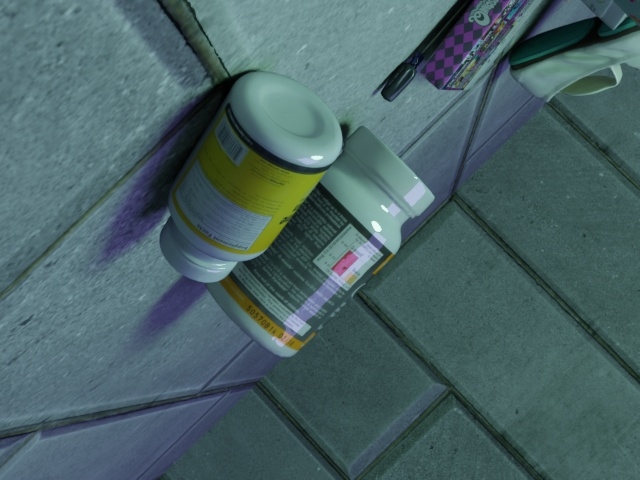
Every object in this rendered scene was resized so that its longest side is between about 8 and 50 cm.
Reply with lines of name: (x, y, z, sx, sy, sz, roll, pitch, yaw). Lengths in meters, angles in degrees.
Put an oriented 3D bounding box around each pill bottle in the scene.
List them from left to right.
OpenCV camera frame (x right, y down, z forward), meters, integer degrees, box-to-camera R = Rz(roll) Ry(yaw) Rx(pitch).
pill bottle: (-0.068, -0.047, 0.757, 0.103, 0.103, 0.184, -33, 166, -52)
pill bottle: (0.000, 0.000, 1.106, 0.278, 0.162, 0.162, -45, 171, 4)

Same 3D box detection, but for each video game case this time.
video game case: (0.232, -0.293, 1.123, 0.232, 0.042, 0.210, -52, 171, 21)

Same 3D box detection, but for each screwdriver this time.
screwdriver: (0.132, -0.239, 1.076, 0.170, 0.024, 0.025, -51, -159, 1)

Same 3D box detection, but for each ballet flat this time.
ballet flat: (0.493, -0.324, 1.473, 0.139, 0.139, 0.400, -39, -166, -31)

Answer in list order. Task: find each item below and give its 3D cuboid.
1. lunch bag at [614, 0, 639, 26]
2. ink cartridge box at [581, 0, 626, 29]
lunch bag: (0.433, -0.341, 0.964, 0.224, 0.108, 0.279, -48, -169, 10)
ink cartridge box: (0.463, -0.431, 1.305, 0.176, 0.127, 0.128, -45, 172, -2)
